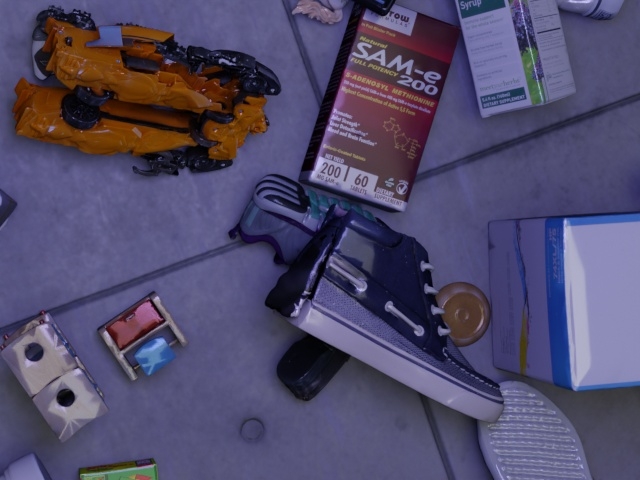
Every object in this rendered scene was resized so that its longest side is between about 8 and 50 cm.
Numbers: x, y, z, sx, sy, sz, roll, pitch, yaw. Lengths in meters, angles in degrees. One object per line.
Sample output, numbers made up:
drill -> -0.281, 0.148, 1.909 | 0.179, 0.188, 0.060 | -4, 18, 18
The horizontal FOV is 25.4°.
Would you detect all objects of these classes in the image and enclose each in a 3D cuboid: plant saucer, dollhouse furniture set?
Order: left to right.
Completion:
dollhouse furniture set -> -0.261, 0.121, 1.649 | 0.183, 0.129, 0.129 | -34, 98, -8
plant saucer -> 0.179, 0.094, 1.802 | 0.083, 0.015, 0.083 | 0, 91, -12

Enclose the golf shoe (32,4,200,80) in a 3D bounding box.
golf shoe -> -0.245, -0.212, 1.683 | 0.198, 0.077, 0.094 | 13, 111, -13

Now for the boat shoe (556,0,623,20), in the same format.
boat shoe -> 0.328, -0.470, 1.771 | 0.156, 0.136, 0.367 | 10, 99, -9

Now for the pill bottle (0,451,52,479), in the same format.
pill bottle -> -0.420, 0.364, 1.606 | 0.278, 0.162, 0.162 | -29, 97, -10

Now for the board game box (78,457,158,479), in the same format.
board game box -> -0.235, 0.360, 1.705 | 0.092, 0.043, 0.181 | -6, 93, -12

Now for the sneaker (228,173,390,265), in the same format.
sneaker -> 0.000, 0.000, 1.746 | 0.223, 0.083, 0.098 | 26, 121, -21

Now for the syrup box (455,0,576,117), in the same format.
syrup box -> 0.231, -0.280, 1.744 | 0.096, 0.093, 0.237 | -22, 100, -51

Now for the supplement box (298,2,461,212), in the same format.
supplement box -> 0.073, -0.166, 1.743 | 0.130, 0.073, 0.239 | 18, 87, -12

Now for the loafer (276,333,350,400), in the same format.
loafer -> 0.017, 0.125, 1.754 | 0.170, 0.062, 0.061 | -44, 138, -15

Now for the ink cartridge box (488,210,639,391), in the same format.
ink cartridge box -> 0.338, 0.065, 1.705 | 0.198, 0.270, 0.197 | -4, 91, -12

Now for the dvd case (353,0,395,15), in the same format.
dvd case -> 0.059, -0.412, 1.713 | 0.180, 0.022, 0.253 | 28, 74, 5

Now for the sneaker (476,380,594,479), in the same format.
sneaker -> 0.297, 0.332, 1.788 | 0.126, 0.127, 0.321 | -28, 72, -13

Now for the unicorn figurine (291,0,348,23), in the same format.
unicorn figurine -> 0.026, -0.341, 1.742 | 0.111, 0.060, 0.162 | 21, 101, -21

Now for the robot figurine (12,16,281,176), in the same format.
robot figurine -> -0.191, -0.165, 1.626 | 0.291, 0.211, 0.085 | 7, 50, -32

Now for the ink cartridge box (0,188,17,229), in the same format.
ink cartridge box -> -0.469, 0.016, 1.475 | 0.160, 0.384, 0.279 | 40, 83, -7

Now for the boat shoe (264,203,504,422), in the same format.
boat shoe -> 0.111, 0.087, 1.682 | 0.340, 0.127, 0.158 | 30, 87, -27
